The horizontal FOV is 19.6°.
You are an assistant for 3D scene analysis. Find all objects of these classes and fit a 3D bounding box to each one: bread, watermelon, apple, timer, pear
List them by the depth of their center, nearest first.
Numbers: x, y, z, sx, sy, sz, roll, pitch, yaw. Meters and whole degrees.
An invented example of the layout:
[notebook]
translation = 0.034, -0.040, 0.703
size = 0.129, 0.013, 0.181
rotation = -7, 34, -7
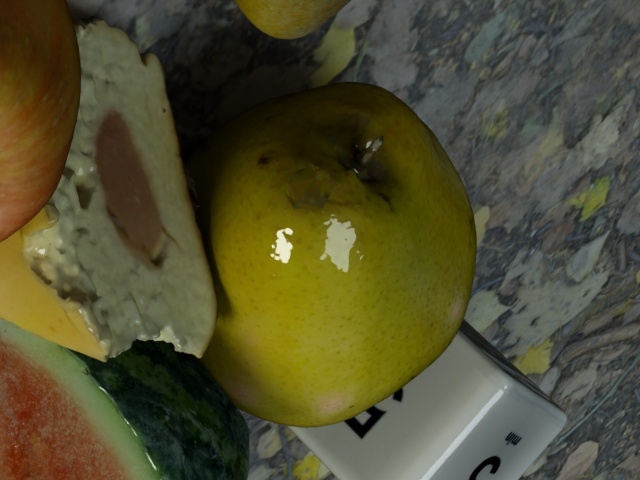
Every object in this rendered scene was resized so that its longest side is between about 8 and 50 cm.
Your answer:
[apple]
translation = -0.274, -0.114, 1.145
size = 0.242, 0.241, 0.242
rotation = -16, 141, -14
[bread]
translation = -0.169, -0.048, 1.356
size = 0.183, 0.224, 0.211
rotation = -8, 124, -52
[watermelon]
translation = -0.191, 0.151, 1.453
size = 0.193, 0.310, 0.232
rotation = -50, 165, -39
[pear]
translation = 0.003, 0.013, 1.517
size = 0.285, 0.285, 0.336
rotation = -42, -170, -7
[timer]
translation = 0.105, 0.179, 1.919
size = 0.195, 0.194, 0.192
rotation = -49, 148, 5

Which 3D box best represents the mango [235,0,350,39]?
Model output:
[mango]
translation = 0.051, -0.312, 1.314
size = 0.384, 0.199, 0.221
rotation = -54, 158, 23
